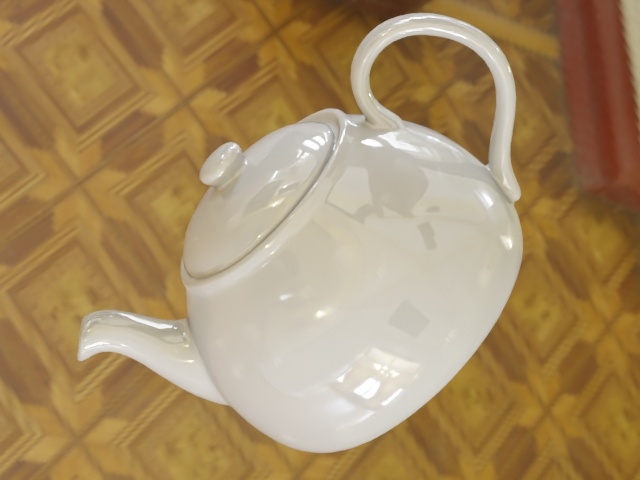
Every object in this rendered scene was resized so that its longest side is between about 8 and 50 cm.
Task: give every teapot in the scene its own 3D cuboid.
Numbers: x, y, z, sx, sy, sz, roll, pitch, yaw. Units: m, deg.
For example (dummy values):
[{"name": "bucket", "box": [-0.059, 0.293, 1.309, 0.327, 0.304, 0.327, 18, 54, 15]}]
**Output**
[{"name": "teapot", "box": [0.000, 0.000, 1.064, 0.187, 0.252, 0.256, 44, 56, -20]}]
